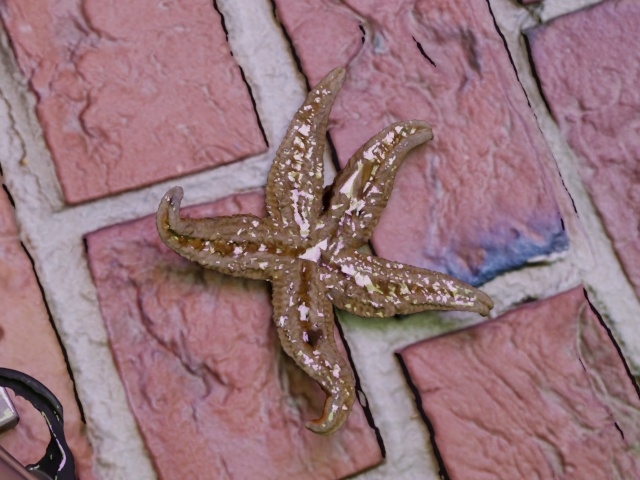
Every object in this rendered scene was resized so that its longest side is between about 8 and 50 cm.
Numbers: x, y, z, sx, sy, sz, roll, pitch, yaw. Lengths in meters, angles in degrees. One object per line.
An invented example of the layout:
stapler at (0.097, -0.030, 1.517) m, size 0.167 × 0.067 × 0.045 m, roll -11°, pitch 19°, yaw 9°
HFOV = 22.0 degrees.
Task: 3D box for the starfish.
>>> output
starfish at (-0.006, 0.004, 1.583) m, size 0.327 × 0.094 × 0.375 m, roll -1°, pitch 70°, yaw -23°

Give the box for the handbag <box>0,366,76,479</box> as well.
handbag at (-0.326, 0.230, 1.384) m, size 0.302 × 0.149 × 0.283 m, roll 43°, pitch 83°, yaw -17°

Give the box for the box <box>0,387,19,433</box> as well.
box at (-0.408, 0.148, 1.479) m, size 0.233 × 0.067 × 0.149 m, roll -25°, pitch 84°, yaw -16°
